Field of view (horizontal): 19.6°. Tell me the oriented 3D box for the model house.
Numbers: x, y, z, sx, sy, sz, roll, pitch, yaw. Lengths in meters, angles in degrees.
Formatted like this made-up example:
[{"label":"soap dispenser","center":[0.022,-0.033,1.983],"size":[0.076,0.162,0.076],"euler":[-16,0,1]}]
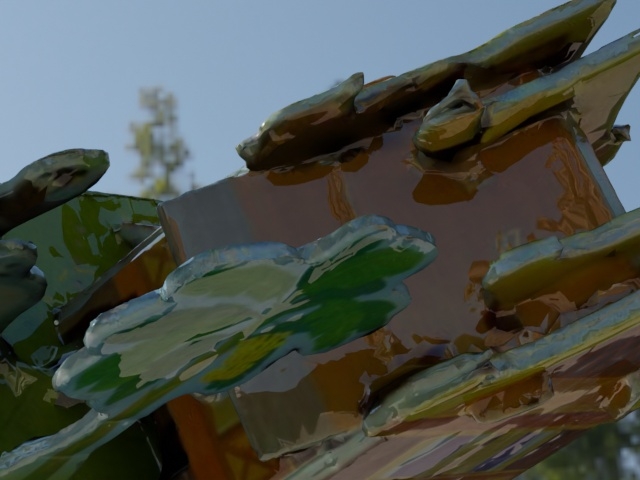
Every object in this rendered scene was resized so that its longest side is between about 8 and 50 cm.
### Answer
[{"label":"model house","center":[0.000,0.000,0.796],"size":[0.313,0.242,0.357],"euler":[-40,-27,29]}]
